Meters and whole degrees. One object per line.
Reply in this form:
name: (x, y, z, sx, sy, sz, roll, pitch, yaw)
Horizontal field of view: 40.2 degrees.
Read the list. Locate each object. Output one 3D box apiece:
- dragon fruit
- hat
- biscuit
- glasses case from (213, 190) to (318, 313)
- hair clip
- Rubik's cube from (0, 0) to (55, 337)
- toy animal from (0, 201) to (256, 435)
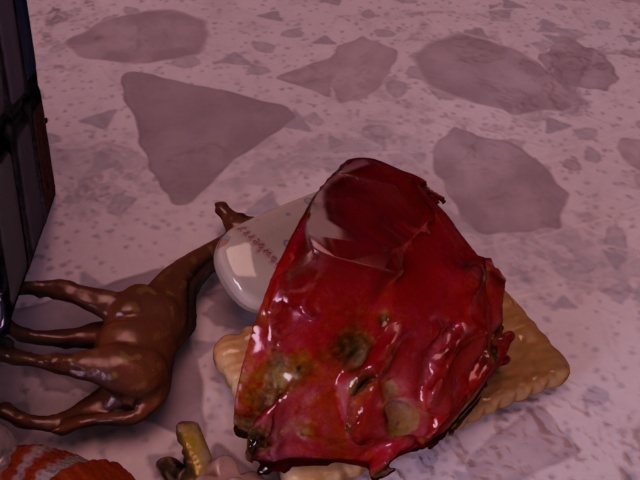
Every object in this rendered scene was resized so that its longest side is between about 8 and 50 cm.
dragon fruit: (0.039, 0.046, 0.617, 0.162, 0.189, 0.262, 3, 45, 37)
hat: (-0.187, 0.171, 0.576, 0.162, 0.094, 0.112, 16, 32, 39)
biscuit: (0.055, 0.096, 0.687, 0.249, 0.030, 0.160, -20, 48, -21)
glasses case: (0.000, 0.000, 0.750, 0.204, 0.051, 0.081, -26, 78, -37)
hair clip: (-0.049, 0.202, 0.558, 0.062, 0.056, 0.214, 10, 31, -43)
Rubik's cube: (-0.393, -0.134, 0.604, 0.358, 0.362, 0.363, -9, 19, -12)
toy animal: (-0.141, 0.049, 0.702, 0.229, 0.066, 0.224, 0, 47, -20)
